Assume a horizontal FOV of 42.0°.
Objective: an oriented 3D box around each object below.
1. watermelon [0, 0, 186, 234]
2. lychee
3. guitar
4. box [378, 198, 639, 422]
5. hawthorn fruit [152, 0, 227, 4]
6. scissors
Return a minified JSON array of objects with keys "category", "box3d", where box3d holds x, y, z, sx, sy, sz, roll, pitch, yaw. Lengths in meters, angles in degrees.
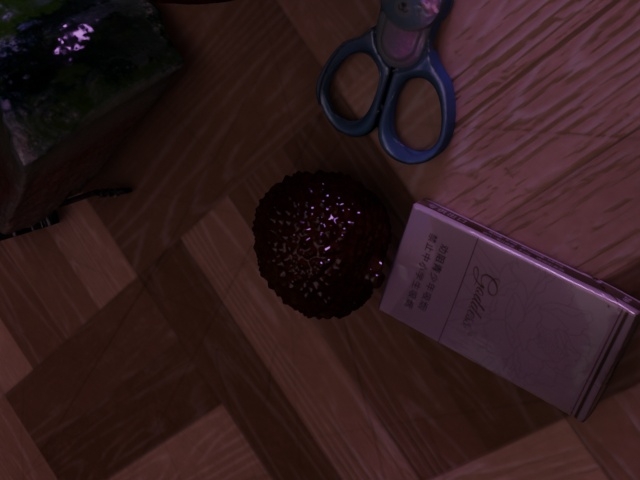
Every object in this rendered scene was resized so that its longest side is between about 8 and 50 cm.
[{"category":"watermelon","box3d":[-0.299,-0.148,0.806,0.264,0.151,0.302,49,123,18]},{"category":"lychee","box3d":[0.001,0.000,0.707,0.129,0.123,0.123,45,129,47]},{"category":"guitar","box3d":[-0.302,-0.027,0.916,0.233,0.088,0.025,-13,98,24]},{"category":"box","box3d":[0.149,0.055,0.684,0.198,0.029,0.109,28,119,23]},{"category":"hawthorn fruit","box3d":[-0.069,-0.294,0.555,0.295,0.295,0.311,38,78,16]},{"category":"scissors","box3d":[0.074,-0.188,0.648,0.125,0.030,0.256,28,121,22]}]
